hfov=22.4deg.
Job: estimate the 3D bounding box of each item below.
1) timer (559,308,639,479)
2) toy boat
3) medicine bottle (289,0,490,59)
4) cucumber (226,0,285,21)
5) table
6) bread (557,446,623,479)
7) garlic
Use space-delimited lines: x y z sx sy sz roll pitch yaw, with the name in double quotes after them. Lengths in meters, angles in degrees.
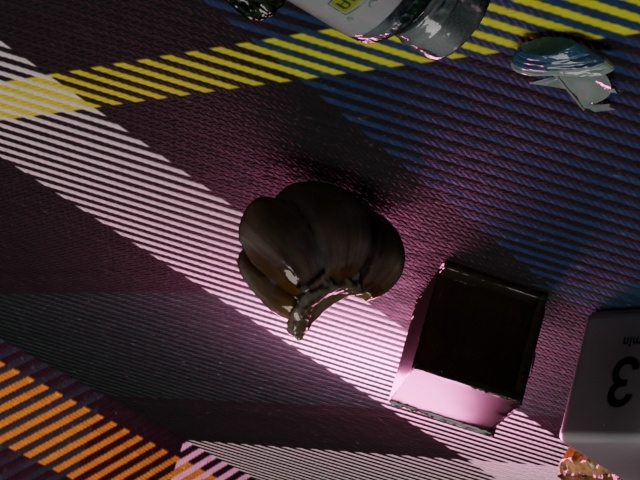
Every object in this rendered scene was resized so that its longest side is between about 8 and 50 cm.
0.468 0.216 2.198 0.194 0.195 0.192 32 155 -36 "timer"
0.262 -0.161 1.628 0.149 0.034 0.105 31 157 -31 "toy boat"
0.011 -0.267 1.407 0.293 0.141 0.141 27 157 -27 "medicine bottle"
-0.148 -0.309 1.533 0.293 0.067 0.068 34 154 -34 "cucumber"
0.214 0.157 2.285 0.173 0.169 0.193 18 158 -2 "table"
0.495 0.303 2.459 0.262 0.162 0.204 3 168 -34 "bread"
0.000 0.000 2.080 0.191 0.214 0.160 55 159 32 "garlic"
